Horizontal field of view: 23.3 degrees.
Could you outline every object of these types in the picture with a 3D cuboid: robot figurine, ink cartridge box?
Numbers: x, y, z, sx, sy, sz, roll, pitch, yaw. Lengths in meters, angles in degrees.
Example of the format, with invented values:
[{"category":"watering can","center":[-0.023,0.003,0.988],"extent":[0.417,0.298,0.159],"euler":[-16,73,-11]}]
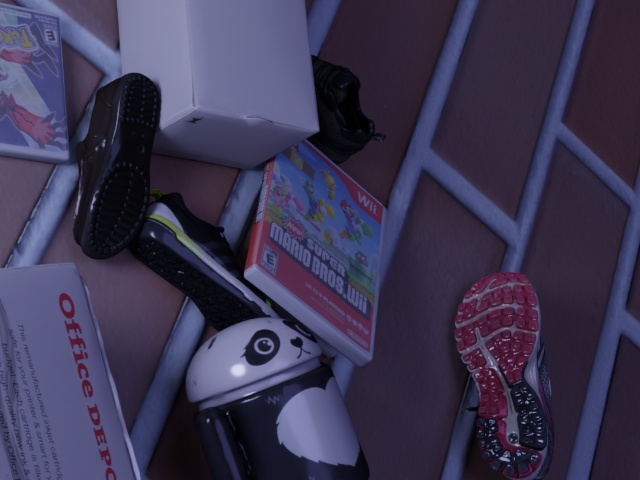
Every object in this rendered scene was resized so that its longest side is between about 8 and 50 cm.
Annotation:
[{"category":"robot figurine","center":[-0.045,0.225,1.779],"extent":[0.173,0.209,0.278],"euler":[-21,88,-5]},{"category":"ink cartridge box","center":[-0.360,0.185,1.436],"extent":[0.395,0.166,0.286],"euler":[-5,79,-63]}]

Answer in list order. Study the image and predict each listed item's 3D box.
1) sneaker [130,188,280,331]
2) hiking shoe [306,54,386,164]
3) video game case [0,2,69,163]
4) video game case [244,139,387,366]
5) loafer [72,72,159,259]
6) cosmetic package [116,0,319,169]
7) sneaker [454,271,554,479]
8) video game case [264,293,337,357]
[{"category":"sneaker","center":[-0.122,0.026,1.853],"extent":[0.234,0.084,0.097],"euler":[44,48,-21]},{"category":"hiking shoe","center":[-0.001,-0.212,2.032],"extent":[0.227,0.114,0.086],"euler":[53,47,-13]},{"category":"video game case","center":[-0.378,-0.186,1.745],"extent":[0.201,0.023,0.183],"euler":[7,69,-41]},{"category":"video game case","center":[0.000,0.000,1.959],"extent":[0.204,0.025,0.285],"euler":[39,35,-26]},{"category":"loafer","center":[-0.243,-0.084,1.796],"extent":[0.080,0.078,0.220],"euler":[24,75,-45]},{"category":"cosmetic package","center":[-0.134,-0.290,1.915],"extent":[0.197,0.155,0.366],"euler":[10,68,-39]},{"category":"sneaker","center":[0.256,0.187,2.128],"extent":[0.112,0.120,0.299],"euler":[44,41,-61]},{"category":"video game case","center":[-0.019,0.050,1.981],"extent":[0.157,0.019,0.143],"euler":[39,51,-24]}]
